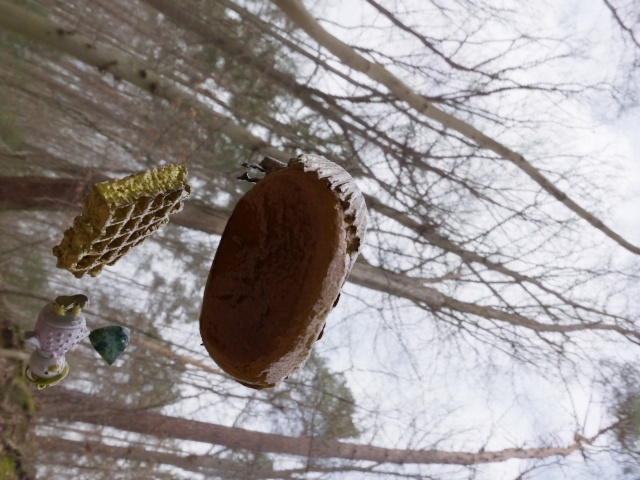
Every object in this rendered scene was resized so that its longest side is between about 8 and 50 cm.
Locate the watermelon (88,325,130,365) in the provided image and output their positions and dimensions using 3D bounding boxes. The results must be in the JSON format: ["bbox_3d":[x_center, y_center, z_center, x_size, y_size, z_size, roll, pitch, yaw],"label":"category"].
[{"bbox_3d":[-0.431,0.212,1.385,0.061,0.085,0.085,-45,-140,48],"label":"watermelon"}]

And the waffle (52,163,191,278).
[{"bbox_3d":[-0.318,-0.023,1.092,0.057,0.229,0.219,49,-60,8],"label":"waffle"}]

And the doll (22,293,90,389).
[{"bbox_3d":[-0.481,0.185,1.215,0.081,0.129,0.207,38,-68,32],"label":"doll"}]

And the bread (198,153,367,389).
[{"bbox_3d":[-0.060,0.051,1.097,0.236,0.183,0.388,20,-77,19],"label":"bread"}]
